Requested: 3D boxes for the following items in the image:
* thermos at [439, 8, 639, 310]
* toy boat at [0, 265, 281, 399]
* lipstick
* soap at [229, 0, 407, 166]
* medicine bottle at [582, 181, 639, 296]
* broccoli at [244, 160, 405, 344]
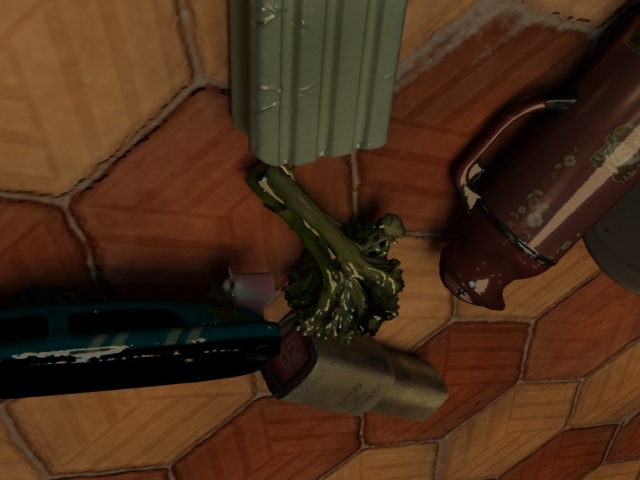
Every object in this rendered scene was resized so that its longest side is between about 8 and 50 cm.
[{"bbox_3d":[0.227,-0.065,0.807,0.136,0.110,0.330,17,122,-42],"label":"thermos"},{"bbox_3d":[-0.189,0.076,0.726,0.298,0.092,0.134,-1,163,-22],"label":"toy boat"},{"bbox_3d":[0.047,0.152,0.950,0.252,0.077,0.079,22,118,-44],"label":"lipstick"},{"bbox_3d":[-0.003,-0.152,0.607,0.119,0.067,0.198,-13,138,-18],"label":"soap"},{"bbox_3d":[0.422,-0.025,0.868,0.231,0.238,0.238,20,120,-43],"label":"medicine bottle"},{"bbox_3d":[-0.001,0.002,0.761,0.122,0.118,0.204,-16,129,24],"label":"broccoli"}]
